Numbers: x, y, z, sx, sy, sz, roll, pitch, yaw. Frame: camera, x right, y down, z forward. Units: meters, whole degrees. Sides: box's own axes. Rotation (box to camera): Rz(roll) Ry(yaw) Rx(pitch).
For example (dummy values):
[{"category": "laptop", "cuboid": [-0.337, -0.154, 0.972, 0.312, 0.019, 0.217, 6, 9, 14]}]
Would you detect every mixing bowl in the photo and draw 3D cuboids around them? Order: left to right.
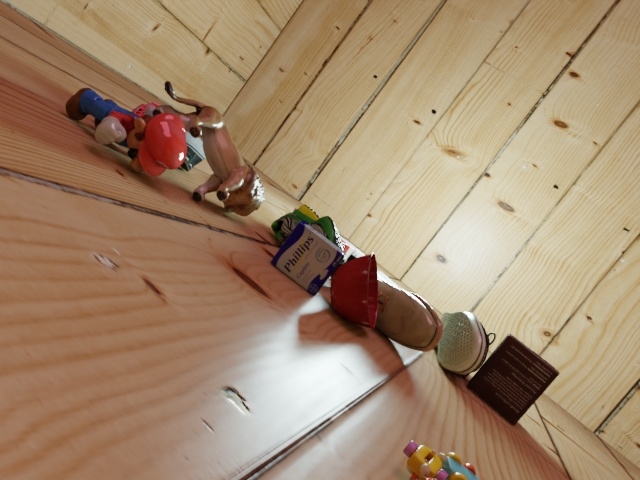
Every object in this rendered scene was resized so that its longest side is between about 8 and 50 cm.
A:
[{"category": "mixing bowl", "cuboid": [0.080, 0.120, 1.147, 0.098, 0.181, 0.181, -1, -4, 14]}]

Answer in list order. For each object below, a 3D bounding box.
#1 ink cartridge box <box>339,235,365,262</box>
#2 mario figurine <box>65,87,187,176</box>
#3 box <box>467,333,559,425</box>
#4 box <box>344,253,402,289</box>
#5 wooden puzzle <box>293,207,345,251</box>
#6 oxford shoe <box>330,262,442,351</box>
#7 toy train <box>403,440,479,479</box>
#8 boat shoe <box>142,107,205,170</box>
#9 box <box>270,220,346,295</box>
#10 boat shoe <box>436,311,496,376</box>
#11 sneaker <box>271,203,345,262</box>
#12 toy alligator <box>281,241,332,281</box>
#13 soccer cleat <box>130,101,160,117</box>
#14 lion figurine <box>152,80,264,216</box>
[{"category": "ink cartridge box", "cuboid": [0.089, 0.032, 2.156, 0.134, 0.078, 0.231, 40, 7, 34]}, {"category": "mario figurine", "cuboid": [-0.443, -0.227, 1.087, 0.320, 0.170, 0.198, 28, 38, 26]}, {"category": "box", "cuboid": [0.576, 0.410, 1.445, 0.167, 0.203, 0.168, 39, 7, 22]}, {"category": "box", "cuboid": [0.196, 0.174, 1.563, 0.184, 0.103, 0.261, 28, 10, -38]}, {"category": "wooden puzzle", "cuboid": [0.000, 0.000, 1.686, 0.221, 0.044, 0.239, 39, -18, 18]}, {"category": "oxford shoe", "cuboid": [0.152, 0.169, 1.284, 0.146, 0.140, 0.397, 25, 3, -37]}, {"category": "toy train", "cuboid": [0.155, 0.308, 0.579, 0.166, 0.046, 0.125, 28, 11, -37]}, {"category": "boat shoe", "cuboid": [-0.409, -0.263, 1.354, 0.121, 0.119, 0.335, 35, -1, 11]}, {"category": "box", "cuboid": [-0.029, 0.042, 1.168, 0.137, 0.126, 0.072, 37, 7, 3]}, {"category": "boat shoe", "cuboid": [0.469, 0.334, 1.544, 0.156, 0.187, 0.500, 32, 0, 7]}, {"category": "sneaker", "cuboid": [-0.038, 0.002, 1.421, 0.343, 0.146, 0.134, 31, -37, 60]}, {"category": "toy alligator", "cuboid": [-0.033, 0.071, 1.305, 0.189, 0.056, 0.051, 36, -35, -3]}, {"category": "soccer cleat", "cuboid": [-0.515, -0.344, 1.380, 0.108, 0.116, 0.318, 35, 6, -20]}, {"category": "lion figurine", "cuboid": [-0.269, -0.233, 1.262, 0.240, 0.142, 0.392, -50, 129, -59]}]
